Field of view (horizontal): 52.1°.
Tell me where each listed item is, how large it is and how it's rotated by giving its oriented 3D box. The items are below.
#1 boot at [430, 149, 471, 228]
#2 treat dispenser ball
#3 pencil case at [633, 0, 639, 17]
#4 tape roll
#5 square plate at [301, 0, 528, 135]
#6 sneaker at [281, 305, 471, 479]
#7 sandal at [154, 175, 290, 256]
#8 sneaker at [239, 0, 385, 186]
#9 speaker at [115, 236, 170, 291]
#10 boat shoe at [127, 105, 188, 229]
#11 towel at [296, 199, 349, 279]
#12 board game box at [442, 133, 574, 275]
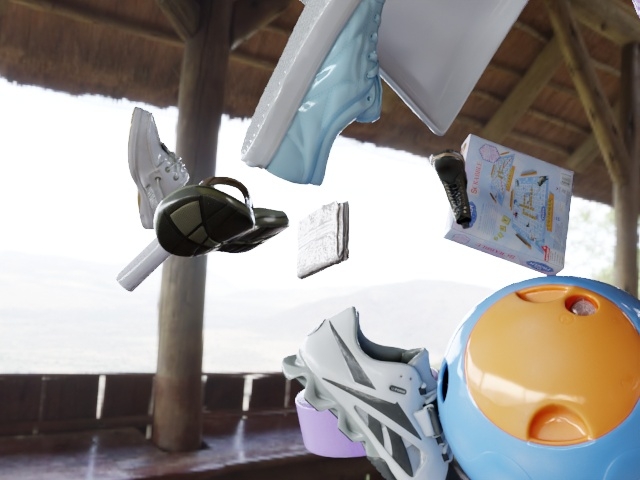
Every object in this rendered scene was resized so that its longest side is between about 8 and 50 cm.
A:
[{"bbox_3d":[0.321,-0.121,1.556,0.077,0.137,0.198,-16,-24,25],"label":"boot"},{"bbox_3d":[0.284,0.184,0.770,0.288,0.288,0.288,3,-4,0],"label":"treat dispenser ball"},{"bbox_3d":[0.553,-0.373,1.061,0.088,0.206,0.086,-25,13,18],"label":"pencil case"},{"bbox_3d":[0.095,0.315,1.240,0.275,0.090,0.275,-11,2,0],"label":"tape roll"},{"bbox_3d":[0.158,-0.405,1.047,0.344,0.347,0.049,38,-14,-22],"label":"square plate"},{"bbox_3d":[0.116,0.222,0.847,0.330,0.146,0.122,43,10,-2],"label":"sneaker"},{"bbox_3d":[-0.135,-0.037,0.886,0.120,0.086,0.303,-25,-9,12],"label":"sandal"},{"bbox_3d":[0.032,-0.240,0.889,0.150,0.366,0.135,25,18,-21],"label":"sneaker"},{"bbox_3d":[-0.403,0.053,1.501,0.055,0.136,0.055,46,2,-2],"label":"speaker"},{"bbox_3d":[-0.287,-0.126,1.190,0.096,0.098,0.277,4,-39,-1],"label":"boat shoe"},{"bbox_3d":[0.000,0.000,1.917,0.049,0.187,0.282,11,-21,-27],"label":"towel"},{"bbox_3d":[0.512,-0.098,1.764,0.318,0.319,0.066,20,-28,-4],"label":"board game box"}]
